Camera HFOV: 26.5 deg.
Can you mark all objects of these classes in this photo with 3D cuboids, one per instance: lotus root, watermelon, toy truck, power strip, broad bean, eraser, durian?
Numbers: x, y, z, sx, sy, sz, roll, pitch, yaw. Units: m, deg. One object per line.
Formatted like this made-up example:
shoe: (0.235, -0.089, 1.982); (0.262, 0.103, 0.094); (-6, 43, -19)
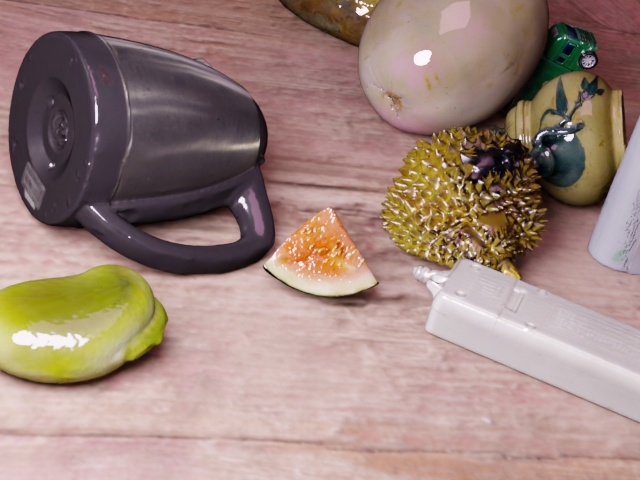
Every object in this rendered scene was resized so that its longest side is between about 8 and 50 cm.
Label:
lotus root: (0.043, -0.378, 2.011); (0.275, 0.152, 0.160); (32, 36, 11)
watermelon: (0.000, 0.000, 1.475); (0.125, 0.094, 0.135); (3, 29, -4)
toy truck: (0.326, -0.236, 1.917); (0.079, 0.147, 0.065); (23, 31, -17)
power strip: (0.250, 0.105, 1.454); (0.338, 0.058, 0.098); (23, 34, 11)
broad bean: (-0.229, 0.082, 1.275); (0.174, 0.082, 0.124); (-19, 45, -28)
eraser: (0.435, -0.072, 1.642); (0.174, 0.227, 0.081); (3, 35, -19)
durian: (0.180, -0.049, 1.581); (0.193, 0.138, 0.237); (-5, 39, -32)

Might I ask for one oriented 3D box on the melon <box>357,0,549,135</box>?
melon: (0.181, -0.269, 1.828); (0.223, 0.223, 0.317); (28, 50, 18)

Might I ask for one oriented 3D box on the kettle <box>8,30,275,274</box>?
kettle: (-0.166, -0.108, 1.476); (0.271, 0.207, 0.251); (-2, 29, -38)

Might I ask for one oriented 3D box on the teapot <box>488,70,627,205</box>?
teapot: (0.305, -0.133, 1.763); (0.182, 0.173, 0.269); (-5, 19, 14)
